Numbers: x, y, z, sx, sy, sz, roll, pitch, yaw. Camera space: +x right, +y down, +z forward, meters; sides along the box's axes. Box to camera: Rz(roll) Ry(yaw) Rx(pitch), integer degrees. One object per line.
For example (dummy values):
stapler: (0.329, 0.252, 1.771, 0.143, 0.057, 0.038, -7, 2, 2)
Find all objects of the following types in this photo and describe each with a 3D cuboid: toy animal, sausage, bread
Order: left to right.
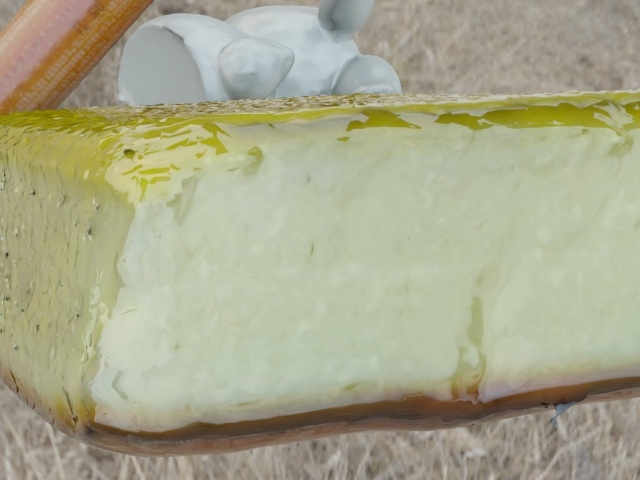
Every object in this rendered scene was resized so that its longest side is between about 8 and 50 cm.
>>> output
sausage: (-0.113, -0.150, 0.792, 0.348, 0.053, 0.053, -46, 61, 10)
toy animal: (-0.044, -0.125, 1.080, 0.193, 0.178, 0.127, -15, 86, -30)
bread: (0.000, 0.000, 0.701, 0.324, 0.333, 0.143, -4, 97, -22)
